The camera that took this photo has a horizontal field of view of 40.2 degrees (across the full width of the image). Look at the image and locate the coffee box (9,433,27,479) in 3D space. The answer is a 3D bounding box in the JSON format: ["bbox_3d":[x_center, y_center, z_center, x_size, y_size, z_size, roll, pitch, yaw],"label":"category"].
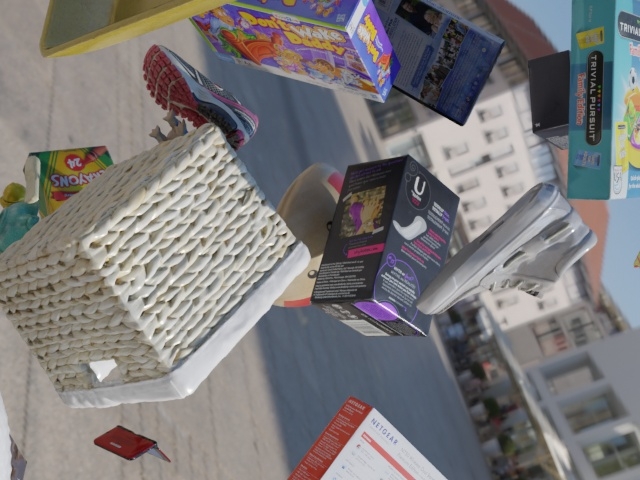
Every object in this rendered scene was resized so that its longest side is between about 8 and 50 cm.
[{"bbox_3d":[-0.686,0.452,1.532,0.168,0.297,0.118,-111,178,-64],"label":"coffee box"}]

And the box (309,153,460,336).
[{"bbox_3d":[0.114,0.013,1.498,0.165,0.143,0.270,35,62,-38],"label":"box"}]

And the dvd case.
[{"bbox_3d":[0.182,-0.335,1.556,0.022,0.253,0.180,-46,163,-46],"label":"dvd case"}]

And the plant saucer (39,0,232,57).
[{"bbox_3d":[-0.147,-0.360,0.935,0.081,0.333,0.332,24,68,-45],"label":"plant saucer"}]

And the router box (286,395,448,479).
[{"bbox_3d":[0.086,0.521,1.692,0.335,0.301,0.082,48,-18,-28],"label":"router box"}]

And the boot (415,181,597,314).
[{"bbox_3d":[0.262,0.046,1.230,0.123,0.258,0.095,44,21,-5],"label":"boot"}]

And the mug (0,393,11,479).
[{"bbox_3d":[-0.537,0.317,1.095,0.374,0.276,0.327,-15,-116,62],"label":"mug"}]

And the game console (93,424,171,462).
[{"bbox_3d":[-0.458,0.513,2.127,0.124,0.144,0.085,-26,119,-48],"label":"game console"}]

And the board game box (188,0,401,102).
[{"bbox_3d":[-0.060,-0.358,1.463,0.078,0.347,0.233,-65,155,-12],"label":"board game box"}]

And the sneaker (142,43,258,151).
[{"bbox_3d":[-0.272,-0.319,1.949,0.299,0.121,0.112,45,44,-2],"label":"sneaker"}]

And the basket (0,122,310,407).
[{"bbox_3d":[-0.263,0.044,1.293,0.266,0.328,0.331,57,48,-18],"label":"basket"}]

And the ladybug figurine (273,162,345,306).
[{"bbox_3d":[0.000,0.000,1.787,0.449,0.162,0.305,-31,141,-80],"label":"ladybug figurine"}]

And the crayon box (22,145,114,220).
[{"bbox_3d":[-0.565,-0.074,2.112,0.081,0.202,0.318,-47,-117,46],"label":"crayon box"}]

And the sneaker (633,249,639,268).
[{"bbox_3d":[0.654,0.086,1.633,0.208,0.082,0.094,-105,-148,-42],"label":"sneaker"}]

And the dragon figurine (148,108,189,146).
[{"bbox_3d":[-0.255,-0.174,1.744,0.144,0.085,0.289,40,2,-32],"label":"dragon figurine"}]

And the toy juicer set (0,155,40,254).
[{"bbox_3d":[-0.613,-0.050,1.805,0.090,0.329,0.209,25,40,-28],"label":"toy juicer set"}]

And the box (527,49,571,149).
[{"bbox_3d":[0.497,-0.282,1.778,0.158,0.093,0.155,12,73,-52],"label":"box"}]

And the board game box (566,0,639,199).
[{"bbox_3d":[0.513,-0.241,1.506,0.254,0.079,0.335,-7,99,-52],"label":"board game box"}]
